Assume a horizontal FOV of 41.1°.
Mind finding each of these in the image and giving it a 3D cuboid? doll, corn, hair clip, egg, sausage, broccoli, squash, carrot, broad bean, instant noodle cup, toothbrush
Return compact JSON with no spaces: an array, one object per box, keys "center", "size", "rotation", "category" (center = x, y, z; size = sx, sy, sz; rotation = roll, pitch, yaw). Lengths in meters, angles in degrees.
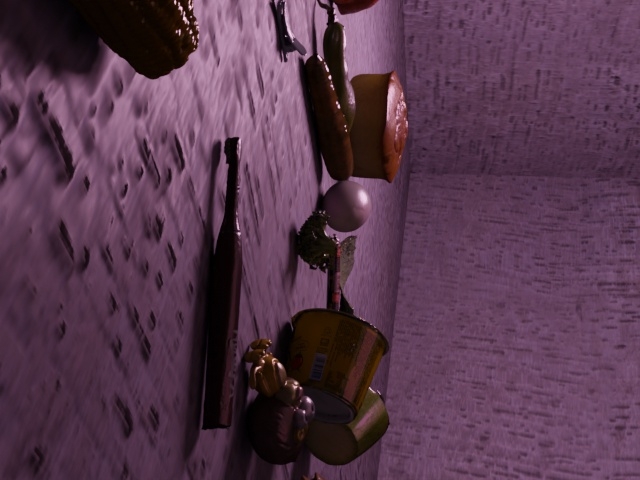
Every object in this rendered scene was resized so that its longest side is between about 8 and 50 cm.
[{"center":[-0.064,0.245,1.250],"size":[0.145,0.096,0.188],"rotation":[-88,163,-48],"category":"doll"},{"center":[-0.152,-0.205,0.651],"size":[0.262,0.097,0.097],"rotation":[73,22,-74],"category":"corn"},{"center":[-0.048,-0.337,1.352],"size":[0.115,0.039,0.030],"rotation":[76,13,-50],"category":"hair clip"},{"center":[0.054,-0.071,1.784],"size":[0.135,0.103,0.103],"rotation":[-67,157,-61],"category":"egg"},{"center":[0.031,0.082,1.914],"size":[0.028,0.025,0.199],"rotation":[-10,102,-59],"category":"sausage"},{"center":[0.000,0.000,1.551],"size":[0.097,0.092,0.095],"rotation":[-66,150,-15],"category":"broccoli"},{"center":[0.045,0.366,1.710],"size":[0.123,0.170,0.170],"rotation":[-45,137,-57],"category":"squash"},{"center":[0.017,-0.243,1.666],"size":[0.342,0.070,0.070],"rotation":[74,20,-52],"category":"carrot"},{"center":[0.035,-0.330,1.729],"size":[0.075,0.067,0.325],"rotation":[-90,176,-47],"category":"broad bean"},{"center":[0.014,0.224,1.480],"size":[0.182,0.182,0.144],"rotation":[77,28,-55],"category":"instant noodle cup"},{"center":[-0.116,0.049,1.053],"size":[0.041,0.040,0.364],"rotation":[37,56,-78],"category":"toothbrush"}]

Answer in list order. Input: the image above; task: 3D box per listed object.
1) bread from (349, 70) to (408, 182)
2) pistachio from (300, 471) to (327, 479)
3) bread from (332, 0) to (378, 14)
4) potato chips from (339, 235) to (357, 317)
[{"center":[0.135,-0.274,2.064],"size":[0.270,0.147,0.270],"rotation":[2,90,-80],"category":"bread"},{"center":[0.006,0.557,1.548],"size":[0.213,0.162,0.261],"rotation":[119,-35,-65],"category":"pistachio"},{"center":[0.084,-0.623,1.787],"size":[0.190,0.122,0.244],"rotation":[63,29,-67],"category":"bread"},{"center":[0.061,0.103,2.007],"size":[0.167,0.059,0.228],"rotation":[58,30,-83],"category":"potato chips"}]
